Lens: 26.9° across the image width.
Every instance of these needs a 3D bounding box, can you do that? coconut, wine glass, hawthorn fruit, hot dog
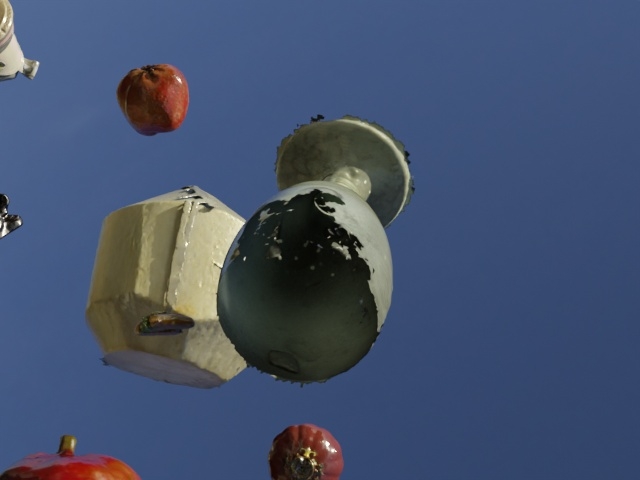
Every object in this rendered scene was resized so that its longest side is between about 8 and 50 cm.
[{"bbox_3d":[-0.209,0.066,2.063,0.323,0.323,0.323,-25,-137,25],"label":"coconut"},{"bbox_3d":[0.001,0.003,1.508,0.190,0.190,0.357,-27,-162,23],"label":"wine glass"},{"bbox_3d":[-0.346,0.408,1.825,0.265,0.265,0.307,-19,-128,30],"label":"hawthorn fruit"},{"bbox_3d":[-0.272,-0.231,2.202,0.128,0.128,0.128,-25,-137,25],"label":"hawthorn fruit"},{"bbox_3d":[-0.165,0.087,1.404,0.037,0.083,0.021,-26,-106,22],"label":"hot dog"}]

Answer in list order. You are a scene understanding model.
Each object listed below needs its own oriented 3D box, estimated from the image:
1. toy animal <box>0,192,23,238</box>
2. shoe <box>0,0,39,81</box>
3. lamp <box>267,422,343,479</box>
[{"bbox_3d":[-0.447,-0.082,1.602,0.117,0.210,0.121,-5,-161,27],"label":"toy animal"},{"bbox_3d":[-0.376,-0.196,1.369,0.180,0.092,0.089,-4,-121,21],"label":"shoe"},{"bbox_3d":[-0.020,0.290,1.750,0.101,0.101,0.090,-41,-178,7],"label":"lamp"}]
